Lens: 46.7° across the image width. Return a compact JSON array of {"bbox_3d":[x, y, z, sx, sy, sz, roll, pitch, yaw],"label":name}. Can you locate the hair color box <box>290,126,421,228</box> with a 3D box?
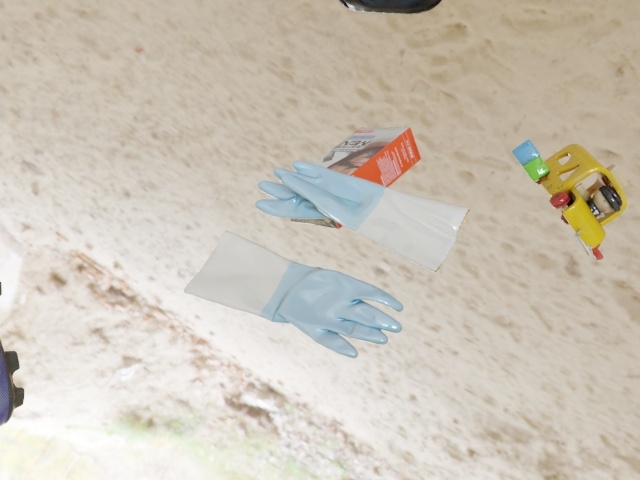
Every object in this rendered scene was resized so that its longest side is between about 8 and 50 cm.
[{"bbox_3d":[0.038,-0.084,0.945,0.093,0.167,0.053,10,133,48],"label":"hair color box"}]

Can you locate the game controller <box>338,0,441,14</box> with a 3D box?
[{"bbox_3d":[0.116,-0.455,0.969,0.166,0.319,0.067,13,-178,21],"label":"game controller"}]

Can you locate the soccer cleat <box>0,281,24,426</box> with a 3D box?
[{"bbox_3d":[-0.400,0.072,0.771,0.093,0.121,0.289,-14,92,37],"label":"soccer cleat"}]

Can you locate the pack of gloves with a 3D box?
[{"bbox_3d":[0.000,0.000,0.731,0.232,0.195,0.046,18,150,28],"label":"pack of gloves"}]

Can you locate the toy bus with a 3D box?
[{"bbox_3d":[0.387,-0.067,1.074,0.202,0.104,0.191,60,-163,24],"label":"toy bus"}]
